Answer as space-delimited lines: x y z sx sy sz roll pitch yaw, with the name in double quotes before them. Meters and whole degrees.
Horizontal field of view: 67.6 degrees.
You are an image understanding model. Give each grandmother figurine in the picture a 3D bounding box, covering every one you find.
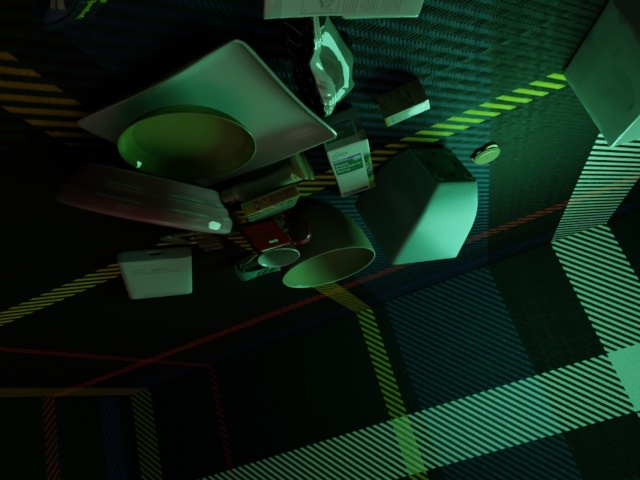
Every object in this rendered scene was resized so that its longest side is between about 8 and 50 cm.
"grandmother figurine" -0.187 -0.120 1.142 0.342 0.104 0.208 -20 173 13

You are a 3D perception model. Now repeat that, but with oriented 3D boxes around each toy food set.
"toy food set" 0.492 -0.254 1.422 0.083 0.020 0.083 -29 156 28

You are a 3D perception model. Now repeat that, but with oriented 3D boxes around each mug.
"mug" -0.108 -0.028 1.300 0.150 0.169 0.113 -7 153 -11

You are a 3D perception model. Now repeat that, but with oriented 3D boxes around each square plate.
"square plate" -0.194 -0.221 0.898 0.347 0.049 0.344 -17 160 23

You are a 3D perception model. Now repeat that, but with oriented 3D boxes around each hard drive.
"hard drive" -0.508 0.107 1.499 0.203 0.040 0.307 -4 156 -17

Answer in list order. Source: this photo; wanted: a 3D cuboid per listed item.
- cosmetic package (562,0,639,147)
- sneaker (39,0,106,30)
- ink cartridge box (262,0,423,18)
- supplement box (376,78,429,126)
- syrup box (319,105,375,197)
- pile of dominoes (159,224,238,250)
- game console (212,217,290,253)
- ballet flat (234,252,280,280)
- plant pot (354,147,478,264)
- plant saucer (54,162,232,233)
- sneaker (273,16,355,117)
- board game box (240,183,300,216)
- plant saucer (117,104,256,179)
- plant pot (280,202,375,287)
"cosmetic package" 0.673 -0.364 1.015 0.138 0.224 0.224 -18 159 -6
"sneaker" -0.326 -0.320 0.622 0.144 0.059 0.053 -14 -164 37
"ink cartridge box" 0.046 -0.412 0.579 0.239 0.060 0.275 -9 144 -17
"supplement box" 0.177 -0.296 1.029 0.098 0.062 0.036 -22 156 11
"syrup box" 0.064 -0.201 1.130 0.093 0.096 0.237 -19 159 4
"pile of dominoes" -0.303 0.000 1.300 0.196 0.040 0.251 -10 177 -3
"game console" -0.165 -0.003 1.168 0.085 0.124 0.144 -47 167 27
"ballet flat" -0.180 0.067 1.620 0.247 0.083 0.087 -21 144 5
"plant pot" 0.286 -0.115 1.326 0.247 0.248 0.252 -4 139 -28
"plant saucer" -0.336 -0.086 0.950 0.332 0.084 0.332 12 -178 0
"sneaker" 0.000 -0.331 0.800 0.108 0.100 0.271 -41 156 -8
"board game box" -0.118 -0.081 1.122 0.124 0.039 0.259 -22 -177 -6
"plant saucer" -0.239 -0.178 0.868 0.241 0.037 0.241 -6 162 -2
"plant pot" 0.000 0.000 1.436 0.284 0.191 0.284 -15 159 -6
